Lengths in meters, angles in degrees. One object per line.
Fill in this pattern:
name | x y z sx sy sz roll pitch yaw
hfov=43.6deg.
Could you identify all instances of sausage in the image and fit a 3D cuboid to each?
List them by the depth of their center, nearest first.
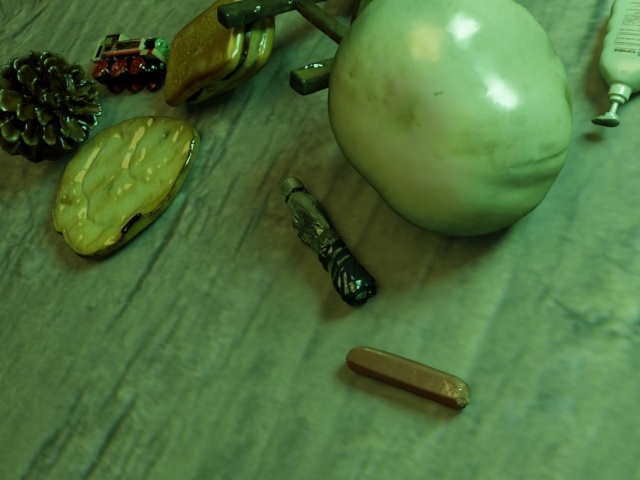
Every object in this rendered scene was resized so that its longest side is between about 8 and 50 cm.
sausage | 0.090 0.140 0.829 0.147 0.030 0.035 13 78 33

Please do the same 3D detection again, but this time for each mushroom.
mushroom | 0.141 -0.144 0.821 0.254 0.234 0.260 18 125 29

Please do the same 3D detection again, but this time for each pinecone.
pinecone | -0.393 -0.196 1.156 0.165 0.163 0.163 1 70 44

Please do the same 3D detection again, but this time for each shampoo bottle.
shampoo bottle | 0.321 -0.186 0.822 0.077 0.045 0.152 15 76 31

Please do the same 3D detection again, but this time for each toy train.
toy train | -0.282 -0.270 1.200 0.138 0.050 0.087 3 68 30

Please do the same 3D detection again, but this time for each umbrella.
umbrella | 0.000 0.000 0.929 0.050 0.046 0.188 -43 56 13

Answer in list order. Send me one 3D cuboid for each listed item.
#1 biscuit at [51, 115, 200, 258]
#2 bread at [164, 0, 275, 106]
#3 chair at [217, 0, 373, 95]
biscuit | -0.276 -0.083 1.128 0.260 0.041 0.203 -30 54 15
bread | -0.138 -0.251 1.069 0.200 0.077 0.116 -14 72 52
chair | 0.113 -0.353 0.944 0.203 0.416 0.240 45 140 35
